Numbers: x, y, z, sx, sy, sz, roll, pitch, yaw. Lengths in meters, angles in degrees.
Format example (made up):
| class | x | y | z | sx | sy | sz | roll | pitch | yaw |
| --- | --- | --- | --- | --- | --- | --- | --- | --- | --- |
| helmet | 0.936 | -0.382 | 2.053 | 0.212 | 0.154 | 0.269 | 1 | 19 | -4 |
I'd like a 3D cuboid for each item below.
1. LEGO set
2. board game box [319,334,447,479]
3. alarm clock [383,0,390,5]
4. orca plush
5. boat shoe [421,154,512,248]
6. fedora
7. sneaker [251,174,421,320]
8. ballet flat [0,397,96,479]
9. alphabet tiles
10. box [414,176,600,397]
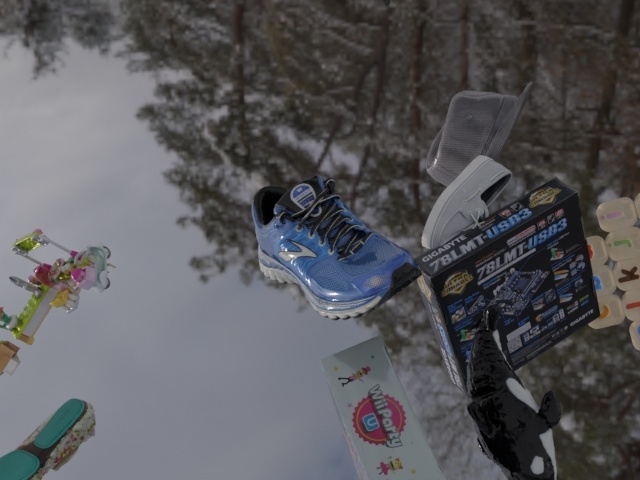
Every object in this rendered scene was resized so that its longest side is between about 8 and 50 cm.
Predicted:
| class | x | y | z | sx | sy | sz | roll | pitch | yaw |
| --- | --- | --- | --- | --- | --- | --- | --- | --- | --- |
| LEGO set | -0.423 | 0.075 | 1.457 | 0.107 | 0.287 | 0.132 | 33 | -148 | -33 |
| board game box | 0.094 | 0.300 | 1.414 | 0.098 | 0.303 | 0.224 | -21 | -120 | -6 |
| alarm clock | 0.079 | -0.382 | 1.218 | 0.129 | 0.192 | 0.064 | 0 | 162 | 8 |
| orca plush | 0.264 | 0.236 | 1.476 | 0.151 | 0.287 | 0.102 | -19 | 159 | 41 |
| boat shoe | 0.213 | -0.049 | 1.440 | 0.063 | 0.066 | 0.184 | 26 | -128 | 26 |
| fedora | 0.275 | -0.188 | 1.817 | 0.124 | 0.243 | 0.275 | 26 | -122 | 6 |
| sneaker | 0.000 | 0.000 | 1.337 | 0.130 | 0.147 | 0.330 | -34 | -149 | -26 |
| ballet flat | -0.441 | 0.348 | 1.569 | 0.091 | 0.077 | 0.241 | 22 | -130 | 38 |
| alphabet tiles | 0.610 | 0.052 | 1.831 | 0.278 | 0.284 | 0.021 | -16 | 171 | 20 |
| box | 0.323 | 0.084 | 1.699 | 0.296 | 0.293 | 0.073 | -31 | -144 | -11 |
